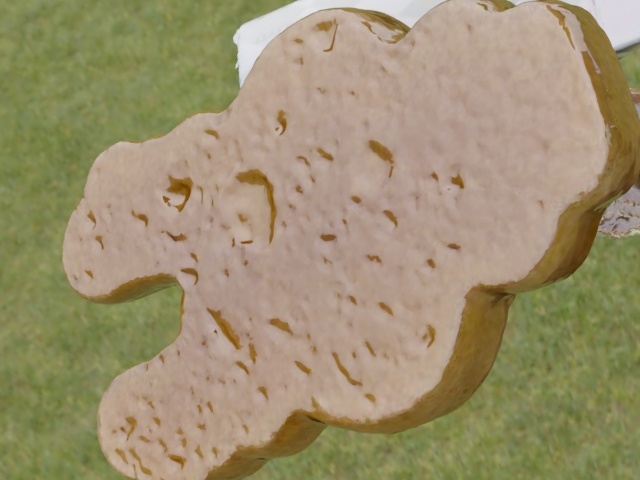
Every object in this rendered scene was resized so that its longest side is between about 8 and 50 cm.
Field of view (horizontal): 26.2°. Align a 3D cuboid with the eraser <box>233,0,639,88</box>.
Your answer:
[{"bbox_3d":[0.109,-0.181,1.165,0.397,0.082,0.213,-20,59,28],"label":"eraser"}]

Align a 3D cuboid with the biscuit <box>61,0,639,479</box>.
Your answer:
[{"bbox_3d":[0.002,0.000,0.581,0.295,0.044,0.186,-23,75,36],"label":"biscuit"}]

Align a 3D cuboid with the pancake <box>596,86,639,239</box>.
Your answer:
[{"bbox_3d":[0.272,-0.049,1.374,0.244,0.057,0.266,-40,36,12],"label":"pancake"}]
